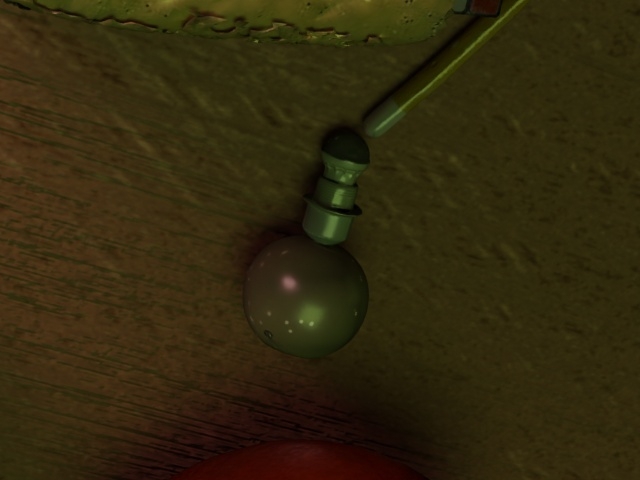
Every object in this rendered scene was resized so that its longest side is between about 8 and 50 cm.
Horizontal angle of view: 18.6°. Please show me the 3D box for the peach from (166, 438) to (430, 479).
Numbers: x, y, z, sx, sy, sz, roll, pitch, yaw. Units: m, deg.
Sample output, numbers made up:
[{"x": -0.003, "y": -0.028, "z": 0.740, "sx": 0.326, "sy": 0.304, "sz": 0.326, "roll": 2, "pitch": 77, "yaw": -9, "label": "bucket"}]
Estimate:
[{"x": -0.027, "y": 0.295, "z": 1.453, "sx": 0.332, "sy": 0.308, "sz": 0.308, "roll": 4, "pitch": 129, "yaw": 21, "label": "peach"}]

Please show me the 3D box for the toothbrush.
[{"x": 0.138, "y": -0.167, "z": 1.336, "sx": 0.288, "sy": 0.021, "sz": 0.024, "roll": -42, "pitch": 129, "yaw": 15, "label": "toothbrush"}]

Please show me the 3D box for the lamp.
[{"x": 0.000, "y": 0.000, "z": 1.388, "sx": 0.091, "sy": 0.091, "sz": 0.163, "roll": 10, "pitch": 104, "yaw": -20, "label": "lamp"}]

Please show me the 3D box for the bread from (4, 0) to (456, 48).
[{"x": -0.068, "y": -0.257, "z": 1.084, "sx": 0.315, "sy": 0.248, "sz": 0.279, "roll": 9, "pitch": 122, "yaw": -31, "label": "bread"}]

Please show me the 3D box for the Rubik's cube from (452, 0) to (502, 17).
[{"x": 0.071, "y": -0.206, "z": 1.248, "sx": 0.092, "sy": 0.092, "sz": 0.092, "roll": 4, "pitch": 122, "yaw": -16, "label": "Rubik's cube"}]
